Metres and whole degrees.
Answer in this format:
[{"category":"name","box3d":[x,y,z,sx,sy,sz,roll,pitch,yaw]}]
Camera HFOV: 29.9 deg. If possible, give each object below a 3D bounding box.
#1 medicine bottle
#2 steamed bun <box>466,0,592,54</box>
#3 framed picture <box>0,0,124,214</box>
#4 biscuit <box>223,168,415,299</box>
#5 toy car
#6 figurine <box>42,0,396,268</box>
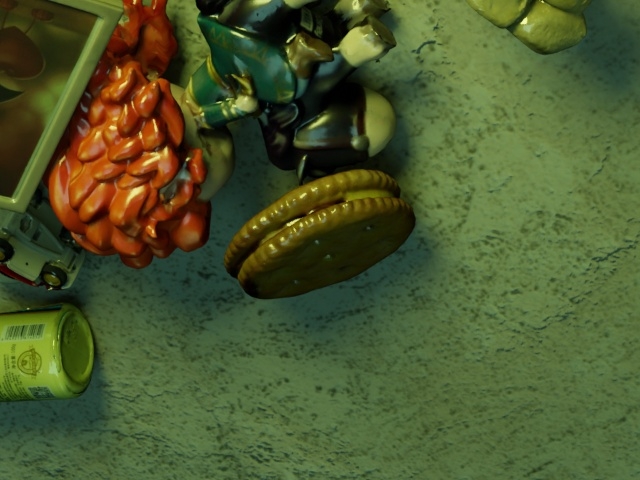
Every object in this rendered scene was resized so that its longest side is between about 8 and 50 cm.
[{"category":"medicine bottle","box3d":[-0.422,0.152,1.560,0.239,0.124,0.124,-5,121,15]},{"category":"steamed bun","box3d":[0.194,-0.270,1.138,0.192,0.177,0.106,38,118,-19]},{"category":"framed picture","box3d":[-0.335,-0.143,1.119,0.211,0.020,0.289,14,135,-26]},{"category":"biscuit","box3d":[0.000,0.000,1.339,0.220,0.220,0.066,-37,66,28]},{"category":"toy car","box3d":[-0.371,0.010,1.476,0.112,0.112,0.139,-25,124,40]},{"category":"figurine","box3d":[-0.108,-0.144,1.267,0.412,0.241,0.306,-20,145,3]}]
